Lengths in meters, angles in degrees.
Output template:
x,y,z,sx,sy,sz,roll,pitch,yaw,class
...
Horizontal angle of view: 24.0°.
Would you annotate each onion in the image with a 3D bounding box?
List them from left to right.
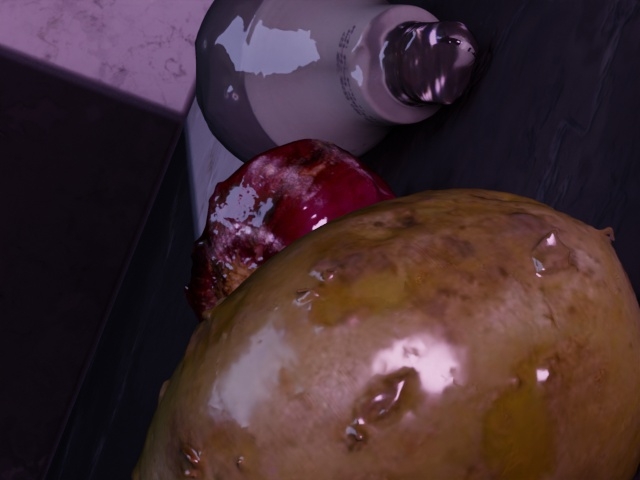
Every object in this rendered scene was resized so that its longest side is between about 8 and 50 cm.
x,y,z,sx,sy,sz,roll,pitch,yaw,class
0.012,0.007,1.074,0.198,0.135,0.173,-30,-40,-41,onion

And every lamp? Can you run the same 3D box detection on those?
x,y,z,sx,sy,sz,roll,pitch,yaw,class
0.010,-0.119,1.197,0.314,0.182,0.182,41,111,57,lamp

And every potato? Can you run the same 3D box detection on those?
x,y,z,sx,sy,sz,roll,pitch,yaw,class
0.022,0.110,0.663,0.173,0.210,0.307,46,135,27,potato
